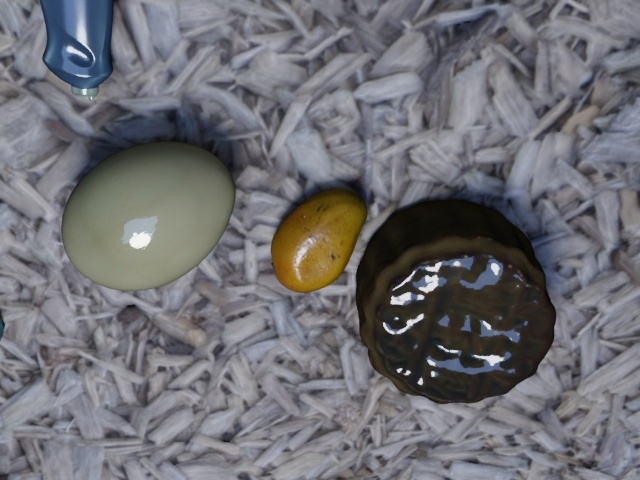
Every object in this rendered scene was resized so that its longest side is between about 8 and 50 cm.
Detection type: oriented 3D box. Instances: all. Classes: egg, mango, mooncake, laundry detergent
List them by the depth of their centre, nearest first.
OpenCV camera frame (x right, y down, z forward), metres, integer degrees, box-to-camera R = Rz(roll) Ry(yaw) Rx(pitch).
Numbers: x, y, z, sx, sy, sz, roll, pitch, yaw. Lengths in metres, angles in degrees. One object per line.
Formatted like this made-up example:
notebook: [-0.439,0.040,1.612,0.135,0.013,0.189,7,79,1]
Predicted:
laundry detergent: [-0.311,-0.280,1.037,0.096,0.061,0.207,-2,115,-10]
egg: [-0.228,-0.035,1.078,0.241,0.186,0.186,-33,111,0]
mango: [-0.007,-0.001,1.152,0.115,0.089,0.165,20,109,-11]
mooncake: [0.191,0.098,1.162,0.290,0.161,0.291,0,114,0]

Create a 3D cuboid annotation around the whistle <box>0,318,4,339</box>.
whistle: [-0.576,0.107,1.183,0.186,0.093,0.274,-6,117,0]
